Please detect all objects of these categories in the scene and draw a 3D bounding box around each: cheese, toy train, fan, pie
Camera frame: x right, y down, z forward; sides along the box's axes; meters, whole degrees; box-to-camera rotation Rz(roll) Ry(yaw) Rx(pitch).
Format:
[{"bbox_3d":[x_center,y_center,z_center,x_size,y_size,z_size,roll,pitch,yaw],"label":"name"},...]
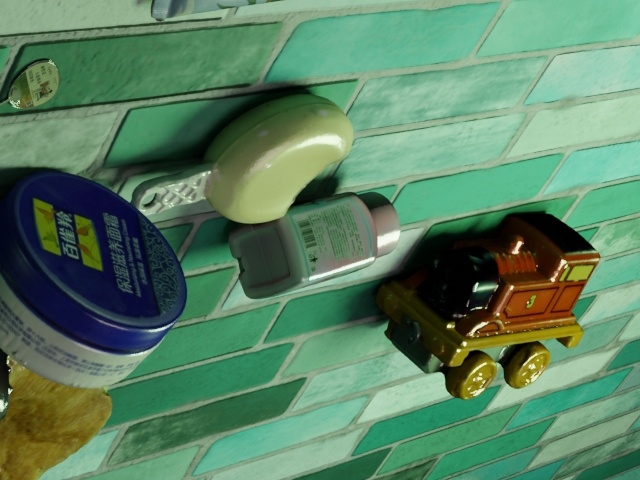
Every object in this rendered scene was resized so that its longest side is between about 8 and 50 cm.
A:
[{"bbox_3d":[-0.081,-0.086,1.857,0.249,0.071,0.163,-3,138,-49],"label":"cheese"},{"bbox_3d":[0.249,0.082,2.468,0.369,0.163,0.232,-4,126,-49],"label":"toy train"},{"bbox_3d":[-0.269,-0.134,1.611,0.080,0.003,0.060,-43,153,9],"label":"fan"},{"bbox_3d":[-0.366,0.202,1.955,0.339,0.083,0.339,-32,154,-17],"label":"pie"}]

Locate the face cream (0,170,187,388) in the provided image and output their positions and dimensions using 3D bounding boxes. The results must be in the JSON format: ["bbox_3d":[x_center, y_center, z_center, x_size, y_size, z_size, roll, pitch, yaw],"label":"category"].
[{"bbox_3d":[-0.241,0.041,1.705,0.111,0.206,0.206,-48,153,26],"label":"face cream"}]

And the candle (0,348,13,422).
[{"bbox_3d":[-0.426,0.104,1.605,0.187,0.187,0.330,-40,152,4],"label":"candle"}]

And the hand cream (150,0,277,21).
[{"bbox_3d":[-0.042,-0.257,1.658,0.256,0.055,0.088,-11,144,-32],"label":"hand cream"}]

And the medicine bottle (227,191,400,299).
[{"bbox_3d":[0.000,0.000,2.041,0.188,0.094,0.119,-16,179,-41],"label":"medicine bottle"}]
